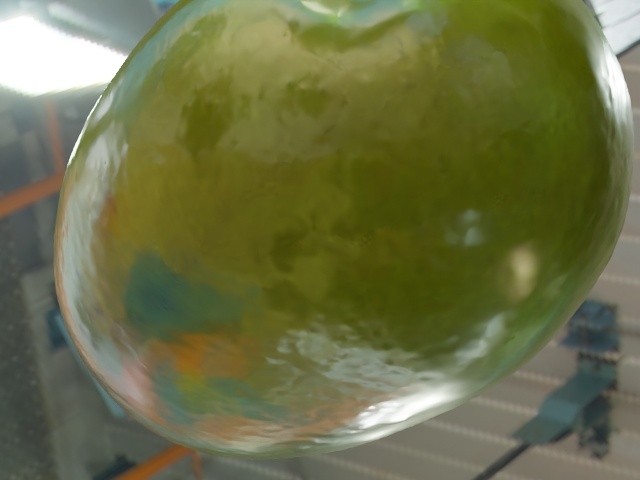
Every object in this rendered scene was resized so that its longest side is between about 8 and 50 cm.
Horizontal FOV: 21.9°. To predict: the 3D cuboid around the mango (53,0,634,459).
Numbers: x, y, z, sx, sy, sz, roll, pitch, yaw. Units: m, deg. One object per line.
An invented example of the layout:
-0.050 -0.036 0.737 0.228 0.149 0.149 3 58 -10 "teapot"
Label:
-0.005 -0.002 0.601 0.273 0.185 0.149 -41 -129 44 "mango"
